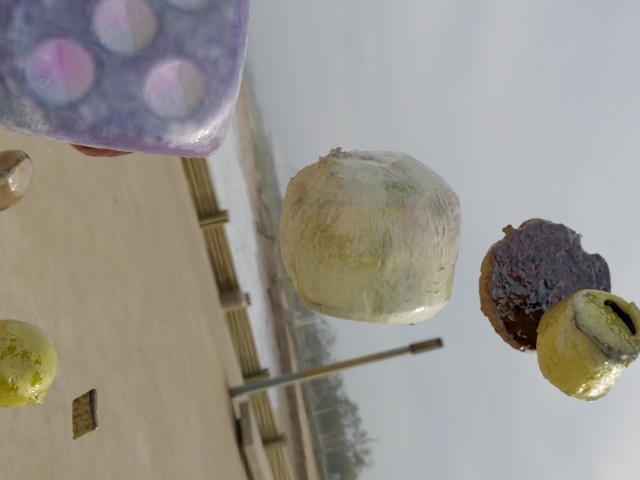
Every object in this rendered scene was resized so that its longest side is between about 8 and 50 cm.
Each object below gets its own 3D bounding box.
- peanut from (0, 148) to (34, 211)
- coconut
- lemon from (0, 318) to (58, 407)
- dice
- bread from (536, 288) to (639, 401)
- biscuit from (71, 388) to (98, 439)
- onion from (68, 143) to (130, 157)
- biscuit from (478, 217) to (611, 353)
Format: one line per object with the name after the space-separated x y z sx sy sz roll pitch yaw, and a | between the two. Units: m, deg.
-0.419 -0.079 0.980 0.152 0.076 0.076 -23 -101 54 | peanut
0.078 -0.017 1.188 0.297 0.297 0.254 -119 -145 -79 | coconut
-0.624 0.243 1.491 0.206 0.173 0.173 43 15 -29 | lemon
-0.239 -0.250 0.889 0.270 0.270 0.271 -144 -117 -70 | dice
0.520 0.198 1.441 0.170 0.197 0.197 115 -35 -56 | bread
-0.459 0.340 1.452 0.018 0.081 0.083 20 48 -45 | biscuit
-0.401 -0.250 1.342 0.216 0.206 0.207 43 -42 38 | onion
0.480 0.100 1.605 0.081 0.334 0.289 163 -69 -66 | biscuit
